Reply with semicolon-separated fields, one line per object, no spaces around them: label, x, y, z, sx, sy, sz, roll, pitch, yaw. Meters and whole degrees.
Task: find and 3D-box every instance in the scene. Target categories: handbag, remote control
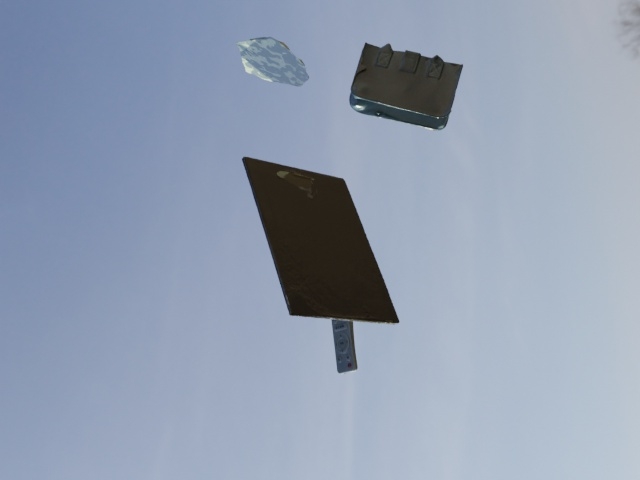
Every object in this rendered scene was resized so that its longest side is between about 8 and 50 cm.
handbag;0.188;-0.346;1.896;0.062;0.229;0.179;90;-165;-64
remote control;0.045;0.159;1.620;0.027;0.050;0.184;8;-110;-42

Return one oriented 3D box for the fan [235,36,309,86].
fan;-0.080;-0.290;1.399;0.131;0.240;0.009;29;-98;-13

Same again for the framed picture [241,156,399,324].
framed picture;0.000;0.000;1.503;0.244;0.013;0.324;10;-131;-40
